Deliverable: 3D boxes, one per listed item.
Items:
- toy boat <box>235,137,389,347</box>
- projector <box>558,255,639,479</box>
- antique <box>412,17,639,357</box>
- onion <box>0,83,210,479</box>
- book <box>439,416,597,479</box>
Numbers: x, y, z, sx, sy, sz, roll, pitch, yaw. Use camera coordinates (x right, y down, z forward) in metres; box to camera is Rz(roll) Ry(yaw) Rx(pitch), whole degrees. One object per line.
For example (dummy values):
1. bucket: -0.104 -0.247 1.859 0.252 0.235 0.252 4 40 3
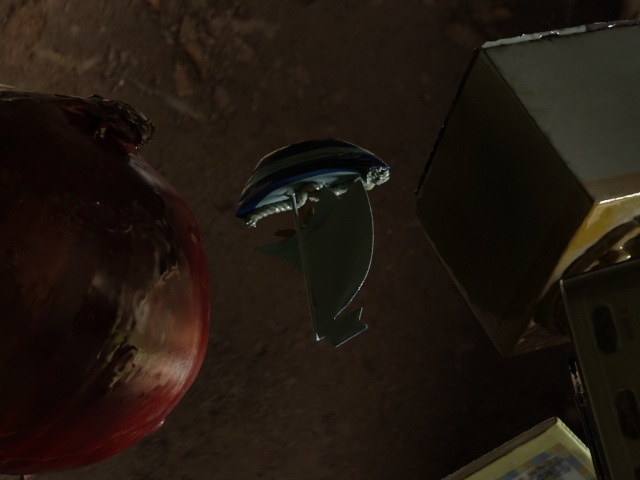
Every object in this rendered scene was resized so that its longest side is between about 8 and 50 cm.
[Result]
1. toy boat: 0.000 0.000 1.696 0.220 0.067 0.291 -18 58 12
2. projector: 0.183 0.157 0.624 0.079 0.259 0.257 -16 71 10
3. antique: 0.163 -0.027 0.759 0.152 0.147 0.148 -12 53 -25
4. onion: -0.199 0.014 0.835 0.276 0.276 0.276 6 73 -21
5. book: 0.178 0.238 1.042 0.192 0.168 0.013 44 26 -20
